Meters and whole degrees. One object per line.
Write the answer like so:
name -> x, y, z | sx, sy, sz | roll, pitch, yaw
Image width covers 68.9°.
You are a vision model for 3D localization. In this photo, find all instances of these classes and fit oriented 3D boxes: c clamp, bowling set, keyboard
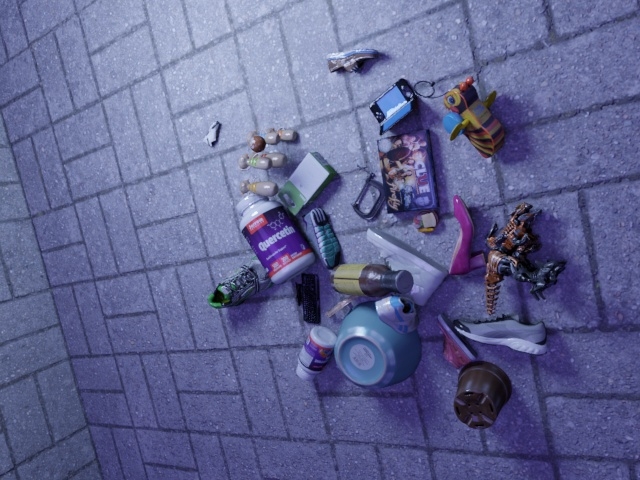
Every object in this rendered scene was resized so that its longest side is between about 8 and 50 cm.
c clamp -> 0.153, -0.155, 1.575 | 0.137, 0.022, 0.161 | 29, 111, 16
bowling set -> -0.214, -0.310, 1.595 | 0.154, 0.200, 0.287 | 9, 70, 26
keyboard -> -0.054, 0.222, 1.756 | 0.100, 0.038, 0.192 | 3, 101, 29

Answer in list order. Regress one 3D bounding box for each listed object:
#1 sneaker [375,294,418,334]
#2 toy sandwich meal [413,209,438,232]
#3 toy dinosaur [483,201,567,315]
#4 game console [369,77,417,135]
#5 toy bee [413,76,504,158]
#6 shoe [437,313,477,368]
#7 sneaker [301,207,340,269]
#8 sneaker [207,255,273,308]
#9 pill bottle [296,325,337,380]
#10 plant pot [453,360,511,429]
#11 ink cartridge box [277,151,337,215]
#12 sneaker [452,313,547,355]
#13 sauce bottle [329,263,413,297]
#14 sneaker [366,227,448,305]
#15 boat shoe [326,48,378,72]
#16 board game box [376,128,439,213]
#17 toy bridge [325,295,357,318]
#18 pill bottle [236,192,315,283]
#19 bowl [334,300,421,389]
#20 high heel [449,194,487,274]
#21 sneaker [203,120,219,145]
sneaker -> 0.266, 0.236, 1.481 | 0.092, 0.228, 0.087 | -26, 57, 25
toy sandwich meal -> 0.334, -0.060, 1.486 | 0.085, 0.029, 0.086 | 6, 103, 28
toy dinosaur -> 0.564, 0.061, 1.341 | 0.218, 0.164, 0.322 | 30, 129, 35
game console -> 0.220, -0.414, 1.444 | 0.144, 0.085, 0.124 | -35, 83, 29
toy bee -> 0.397, -0.363, 1.295 | 0.298, 0.162, 0.195 | 25, 74, 0
shoe -> 0.416, 0.327, 1.501 | 0.081, 0.063, 0.178 | -42, 84, 24
sneaker -> 0.000, 0.000, 1.671 | 0.098, 0.083, 0.224 | -19, 86, 51
sneaker -> -0.304, 0.176, 1.823 | 0.343, 0.146, 0.134 | -41, 80, 28
pill bottle -> -0.020, 0.425, 1.738 | 0.108, 0.108, 0.194 | 33, 115, 19
plant pot -> 0.490, 0.481, 1.434 | 0.166, 0.165, 0.167 | 6, 103, 27
ink cartridge box -> -0.050, -0.200, 1.651 | 0.109, 0.062, 0.209 | 48, 119, 12
sneaker -> 0.540, 0.267, 1.412 | 0.271, 0.100, 0.108 | 7, 90, 24
sauce bottle -> 0.159, 0.129, 1.493 | 0.344, 0.111, 0.112 | -2, 101, 60
sneaker -> 0.245, 0.093, 1.523 | 0.292, 0.108, 0.169 | 35, 112, 17
boat shoe -> 0.104, -0.572, 1.494 | 0.183, 0.066, 0.066 | 8, 109, 38
board game box -> 0.277, -0.215, 1.479 | 0.165, 0.042, 0.243 | -6, 97, 30
toy bridge -> 0.085, 0.224, 1.664 | 0.188, 0.063, 0.026 | -40, 80, 30
pill bottle -> -0.170, -0.014, 1.687 | 0.181, 0.181, 0.323 | -38, 82, 29
bowl -> 0.171, 0.379, 1.592 | 0.311, 0.163, 0.312 | 7, 104, 28
high heel -> 0.415, -0.013, 1.423 | 0.117, 0.082, 0.244 | -18, 104, 20
sneaker -> -0.418, -0.419, 1.830 | 0.043, 0.040, 0.109 | 36, 120, 0
